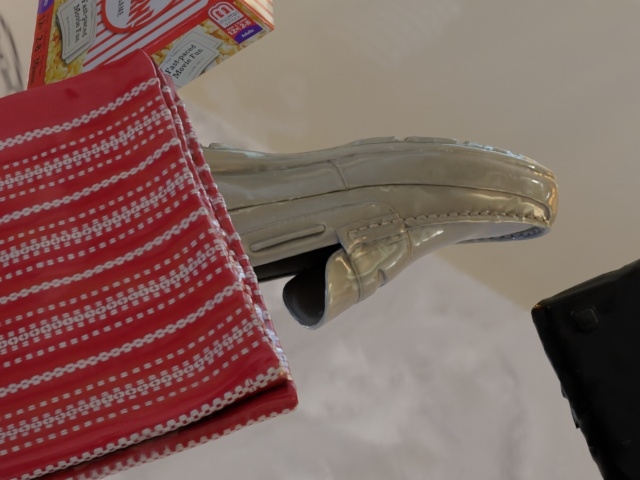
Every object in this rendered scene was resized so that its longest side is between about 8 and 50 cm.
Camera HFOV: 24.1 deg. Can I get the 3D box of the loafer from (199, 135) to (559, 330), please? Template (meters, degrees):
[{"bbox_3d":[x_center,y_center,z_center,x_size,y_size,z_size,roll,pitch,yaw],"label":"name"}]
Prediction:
[{"bbox_3d":[0.000,0.000,0.920,0.319,0.112,0.111,-4,-104,-17],"label":"loafer"}]

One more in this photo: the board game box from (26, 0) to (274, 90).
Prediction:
[{"bbox_3d":[-0.118,-0.159,1.028,0.193,0.045,0.147,-29,-136,28],"label":"board game box"}]

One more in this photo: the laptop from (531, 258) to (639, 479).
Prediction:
[{"bbox_3d":[0.241,0.109,0.557,0.234,0.136,0.264,-24,-129,6],"label":"laptop"}]

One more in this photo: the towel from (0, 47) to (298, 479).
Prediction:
[{"bbox_3d":[-0.138,0.012,0.702,0.199,0.031,0.275,-19,-140,-7],"label":"towel"}]
